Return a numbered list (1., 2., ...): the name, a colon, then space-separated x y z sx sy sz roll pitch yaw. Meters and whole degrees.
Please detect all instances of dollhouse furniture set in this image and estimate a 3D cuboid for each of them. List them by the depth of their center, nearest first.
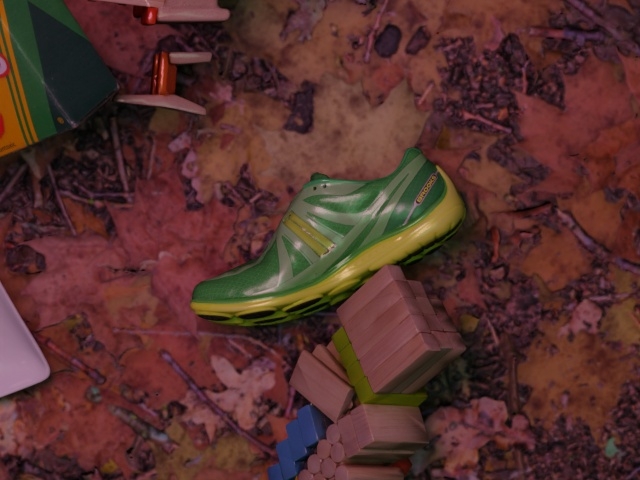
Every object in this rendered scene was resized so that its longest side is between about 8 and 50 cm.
1. dollhouse furniture set: -0.163 -0.256 1.696 0.135 0.259 0.262 5 94 -10

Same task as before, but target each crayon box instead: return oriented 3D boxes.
1. crayon box: -0.351 -0.226 1.631 0.202 0.081 0.319 -17 113 43

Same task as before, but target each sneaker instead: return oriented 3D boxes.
1. sneaker: 0.000 0.000 1.811 0.295 0.109 0.124 -25 77 2

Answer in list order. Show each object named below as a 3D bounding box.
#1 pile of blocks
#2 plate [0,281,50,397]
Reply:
1. pile of blocks: 0.043 0.197 1.830 0.112 0.149 0.362 9 113 -44
2. plate: -0.453 0.072 1.798 0.278 0.045 0.277 -22 120 3
